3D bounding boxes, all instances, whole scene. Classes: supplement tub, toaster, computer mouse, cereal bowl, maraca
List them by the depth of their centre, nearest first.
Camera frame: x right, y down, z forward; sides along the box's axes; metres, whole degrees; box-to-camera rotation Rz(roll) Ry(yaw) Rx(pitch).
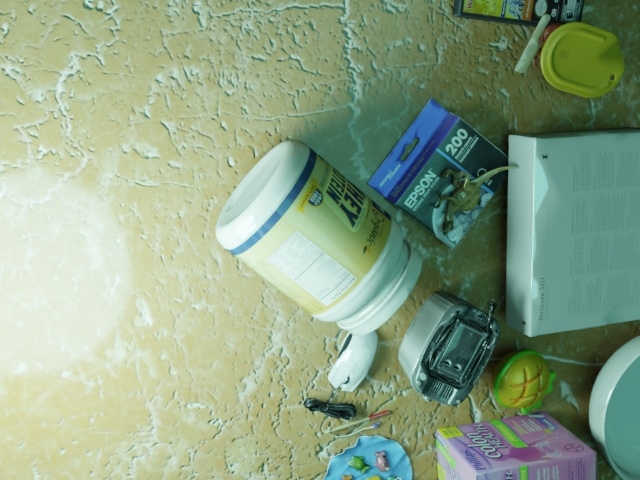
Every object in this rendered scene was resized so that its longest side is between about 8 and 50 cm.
[{"bbox_3d":[0.000,0.000,1.638,0.316,0.228,0.228,39,90,-17],"label":"supplement tub"},{"bbox_3d":[0.240,0.189,1.773,0.129,0.146,0.226,25,95,-17],"label":"toaster"},{"bbox_3d":[0.052,0.254,1.796,0.106,0.042,0.192,24,95,-15],"label":"computer mouse"},{"bbox_3d":[0.406,0.282,1.860,0.127,0.099,0.186,-51,133,2],"label":"maraca"},{"bbox_3d":[0.692,0.333,1.910,0.339,0.141,0.338,-3,101,-13],"label":"cereal bowl"}]

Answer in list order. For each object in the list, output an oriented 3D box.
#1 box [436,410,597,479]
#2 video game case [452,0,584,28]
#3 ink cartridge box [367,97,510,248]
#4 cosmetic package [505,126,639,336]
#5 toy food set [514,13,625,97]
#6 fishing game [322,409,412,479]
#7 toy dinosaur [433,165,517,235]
[{"bbox_3d":[0.375,0.439,1.818,0.243,0.213,0.117,-8,103,-11],"label":"box"},{"bbox_3d":[0.380,-0.537,1.724,0.248,0.035,0.274,4,101,-14],"label":"video game case"},{"bbox_3d":[0.229,-0.125,1.764,0.208,0.045,0.206,35,92,-16],"label":"ink cartridge box"},{"bbox_3d":[0.501,-0.022,1.801,0.285,0.097,0.377,-6,102,-24],"label":"cosmetic package"},{"bbox_3d":[0.463,-0.348,1.759,0.218,0.071,0.128,14,105,-20],"label":"toy food set"},{"bbox_3d":[0.096,0.475,1.852,0.189,0.041,0.264,-14,103,-13],"label":"fishing game"},{"bbox_3d":[0.269,-0.096,1.737,0.183,0.053,0.093,-47,123,7],"label":"toy dinosaur"}]
